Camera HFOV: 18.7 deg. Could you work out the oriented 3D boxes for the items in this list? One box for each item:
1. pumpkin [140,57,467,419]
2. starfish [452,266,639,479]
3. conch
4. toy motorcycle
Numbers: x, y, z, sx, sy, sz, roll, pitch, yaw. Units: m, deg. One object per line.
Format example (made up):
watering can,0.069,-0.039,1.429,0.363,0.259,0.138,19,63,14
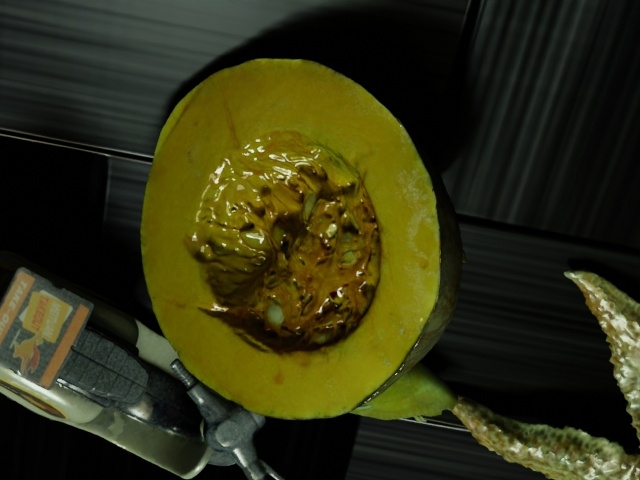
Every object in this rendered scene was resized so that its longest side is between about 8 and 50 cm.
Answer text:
pumpkin,0.004,0.000,1.184,0.217,0.217,0.110,-31,161,32
starfish,0.253,0.167,1.355,0.357,0.078,0.347,4,137,4
conch,-0.004,0.073,1.299,0.095,0.080,0.201,-9,144,41
toy motorcycle,-0.133,0.091,1.283,0.263,0.091,0.157,31,172,-31
